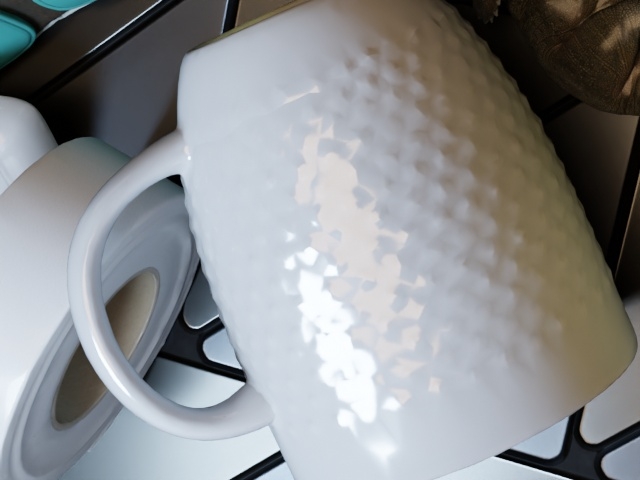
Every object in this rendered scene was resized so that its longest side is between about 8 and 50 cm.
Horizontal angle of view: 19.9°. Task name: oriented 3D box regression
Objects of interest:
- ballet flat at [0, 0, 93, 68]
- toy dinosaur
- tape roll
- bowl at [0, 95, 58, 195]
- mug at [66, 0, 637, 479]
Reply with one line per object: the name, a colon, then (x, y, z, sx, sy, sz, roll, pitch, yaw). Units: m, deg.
ballet flat: (-0.263, -0.230, 1.519, 0.400, 0.139, 0.139, -27, 89, 17)
toy dinosaur: (0.207, -0.175, 1.369, 0.313, 0.121, 0.160, 44, 122, 4)
tape roll: (-0.208, 0.064, 1.450, 0.100, 0.286, 0.286, 30, 107, 12)
bowl: (-0.290, -0.060, 1.539, 0.142, 0.053, 0.142, 5, 141, 19)
mug: (0.000, 0.000, 1.319, 0.374, 0.276, 0.328, -26, 98, -12)
